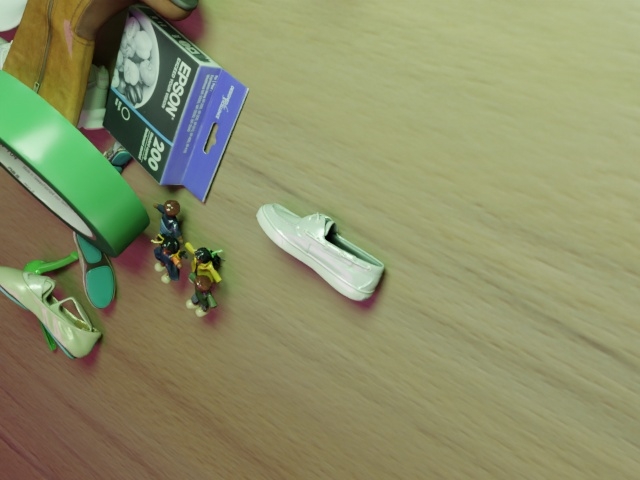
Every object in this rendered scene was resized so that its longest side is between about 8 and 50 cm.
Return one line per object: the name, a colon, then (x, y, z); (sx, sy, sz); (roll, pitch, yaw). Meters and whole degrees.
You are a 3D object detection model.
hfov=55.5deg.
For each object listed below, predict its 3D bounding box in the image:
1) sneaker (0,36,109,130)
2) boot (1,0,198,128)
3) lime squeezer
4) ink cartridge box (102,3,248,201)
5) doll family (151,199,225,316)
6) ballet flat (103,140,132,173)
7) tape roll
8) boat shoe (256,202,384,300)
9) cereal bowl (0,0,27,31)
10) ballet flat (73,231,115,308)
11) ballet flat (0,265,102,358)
sneaker: (-0.429, -0.274, 0.955); (0.252, 0.103, 0.111); (29, 108, 4)
boot: (-0.307, -0.266, 0.803); (0.264, 0.096, 0.280); (34, 114, 10)
lime squeezer: (-0.573, 0.105, 1.273); (0.110, 0.059, 0.310); (25, 126, -8)
ink cartridge box: (-0.217, -0.188, 0.867); (0.208, 0.045, 0.206); (41, 127, 16)
doll family: (-0.207, 0.022, 0.925); (0.193, 0.076, 0.111); (41, 148, 11)
ballet flat: (-0.337, -0.134, 0.993); (0.114, 0.041, 0.041); (-30, 89, 41)
tape roll: (-0.404, -0.109, 0.918); (0.321, 0.077, 0.321); (35, 161, 14)
boat shoe: (0.000, 0.000, 0.767); (0.184, 0.066, 0.063); (40, 114, 21)
cereal bowl: (-0.533, -0.490, 0.884); (0.339, 0.141, 0.339); (17, 146, 12)
ballet flat: (-0.417, 0.042, 1.124); (0.052, 0.057, 0.168); (23, 122, 62)
ballet flat: (-0.531, 0.123, 1.194); (0.248, 0.086, 0.086); (48, 132, -10)
